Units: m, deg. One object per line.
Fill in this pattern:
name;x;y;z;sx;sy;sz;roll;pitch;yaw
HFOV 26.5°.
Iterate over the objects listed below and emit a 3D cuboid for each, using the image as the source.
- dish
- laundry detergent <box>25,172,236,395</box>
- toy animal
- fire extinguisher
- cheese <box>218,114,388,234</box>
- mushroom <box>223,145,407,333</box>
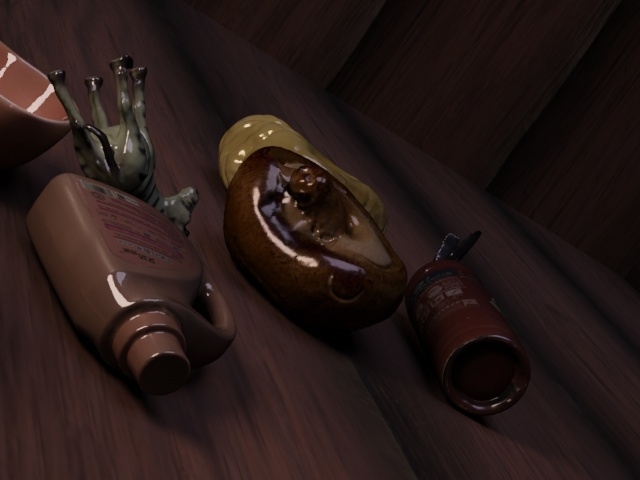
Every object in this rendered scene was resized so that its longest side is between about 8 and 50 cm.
dish;-0.324;-0.130;1.204;0.213;0.090;0.213;35;11;-8
laundry detergent;-0.131;0.047;1.080;0.171;0.076;0.237;25;16;-39
toy animal;-0.172;-0.069;1.213;0.217;0.074;0.176;-10;86;-84
fire extinguisher;0.173;0.078;1.631;0.102;0.138;0.344;35;13;-17
cheese;-0.025;-0.065;1.727;0.226;0.117;0.214;34;7;-31
mushroom;-0.012;0.009;1.451;0.231;0.138;0.194;57;8;31
